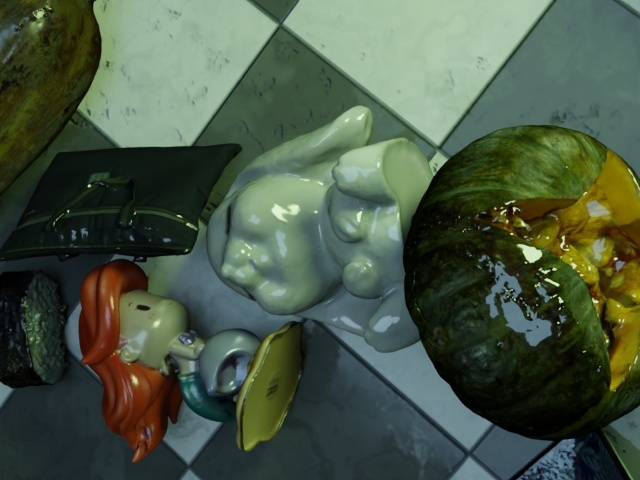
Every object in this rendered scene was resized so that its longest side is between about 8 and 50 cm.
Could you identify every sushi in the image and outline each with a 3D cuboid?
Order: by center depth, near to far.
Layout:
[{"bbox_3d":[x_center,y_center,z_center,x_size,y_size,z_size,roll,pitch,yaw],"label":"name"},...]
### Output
[{"bbox_3d":[-0.376,0.112,1.330,0.078,0.090,0.150,-6,90,21],"label":"sushi"}]

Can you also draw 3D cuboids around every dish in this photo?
[{"bbox_3d":[0.251,0.332,1.118,0.080,0.182,0.243,39,105,-25],"label":"dish"}]

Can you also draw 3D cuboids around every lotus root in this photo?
[{"bbox_3d":[-0.407,-0.178,1.289,0.179,0.196,0.397,39,98,9],"label":"lotus root"}]

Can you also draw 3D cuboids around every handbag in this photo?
[{"bbox_3d":[-0.237,-0.044,1.243,0.254,0.211,0.088,-3,127,16],"label":"handbag"}]

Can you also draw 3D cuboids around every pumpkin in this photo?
[{"bbox_3d":[0.221,0.037,1.038,0.192,0.320,0.320,-25,81,48],"label":"pumpkin"}]

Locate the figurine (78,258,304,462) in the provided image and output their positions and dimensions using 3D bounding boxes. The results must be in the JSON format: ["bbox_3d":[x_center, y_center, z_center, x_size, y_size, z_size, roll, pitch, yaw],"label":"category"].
[{"bbox_3d":[-0.170,0.147,1.219,0.257,0.181,0.208,16,139,19],"label":"figurine"}]

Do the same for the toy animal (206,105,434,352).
[{"bbox_3d":[0.000,0.000,1.172,0.265,0.206,0.271,-8,107,30],"label":"toy animal"}]
